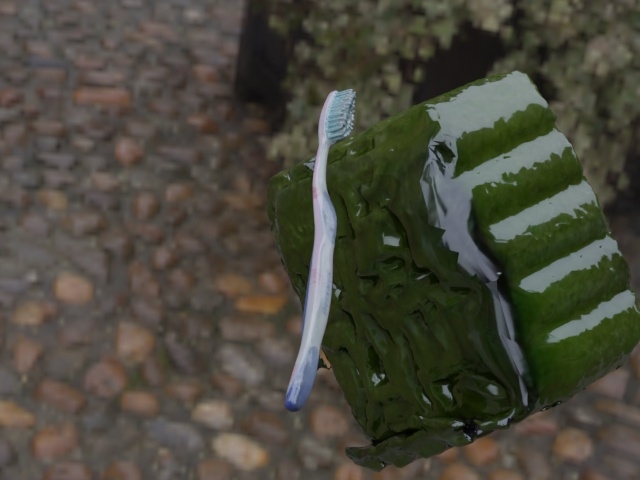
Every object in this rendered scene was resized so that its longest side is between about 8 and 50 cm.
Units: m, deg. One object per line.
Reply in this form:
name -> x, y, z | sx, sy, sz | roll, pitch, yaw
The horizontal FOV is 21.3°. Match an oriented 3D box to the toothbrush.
toothbrush -> 0.000, 0.000, 1.189 | 0.021, 0.027, 0.269 | 34, 48, -34

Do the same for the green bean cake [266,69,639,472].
green bean cake -> 0.107, 0.031, 1.644 | 0.218, 0.335, 0.319 | -23, 86, -37
